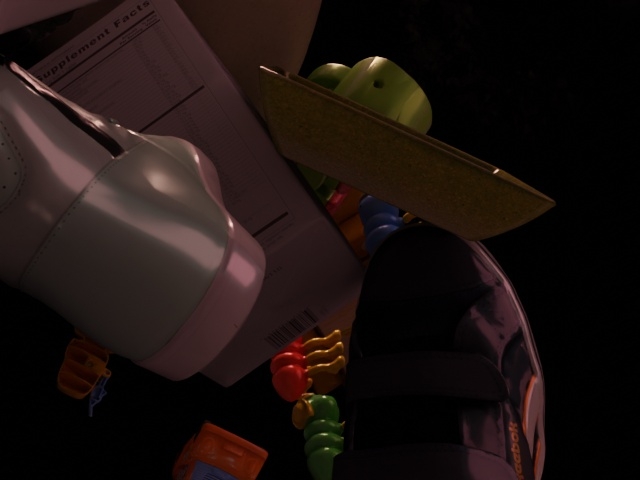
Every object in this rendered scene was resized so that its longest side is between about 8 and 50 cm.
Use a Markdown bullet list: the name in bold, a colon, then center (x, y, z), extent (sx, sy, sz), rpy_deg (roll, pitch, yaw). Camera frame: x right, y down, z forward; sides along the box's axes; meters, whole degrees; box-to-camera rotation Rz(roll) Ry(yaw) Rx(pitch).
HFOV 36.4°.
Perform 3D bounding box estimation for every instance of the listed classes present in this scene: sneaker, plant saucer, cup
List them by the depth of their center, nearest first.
- **sneaker**: center (-0.124, -0.039, 0.436), extent (0.151, 0.094, 0.256), rpy_deg (38, -3, -24)
- **sneaker**: center (0.073, 0.137, 0.597), extent (0.127, 0.126, 0.321), rpy_deg (19, 61, -63)
- **plant saucer**: center (0.043, -0.056, 0.640), extent (0.188, 0.045, 0.188), rpy_deg (25, 9, -3)
- **cup**: center (-0.135, -0.219, 0.912), extent (0.331, 0.331, 0.237), rpy_deg (-123, -157, -59)

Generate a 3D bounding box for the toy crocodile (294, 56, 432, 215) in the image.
- **toy crocodile**: center (-0.021, -0.048, 0.879), extent (0.105, 0.115, 0.340), rpy_deg (38, -43, -4)

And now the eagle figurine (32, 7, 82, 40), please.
- **eagle figurine**: center (-0.162, -0.292, 0.618), extent (0.226, 0.298, 0.225), rpy_deg (53, -8, 22)

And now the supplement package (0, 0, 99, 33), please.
- **supplement package**: center (-0.116, -0.218, 0.395), extent (0.177, 0.175, 0.293), rpy_deg (30, 22, -3)

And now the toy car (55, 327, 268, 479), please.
- **toy car**: center (-0.079, 0.090, 0.438), extent (0.122, 0.060, 0.041), rpy_deg (38, 52, -23)

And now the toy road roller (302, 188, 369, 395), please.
- **toy road roller**: center (0.000, 0.000, 1.189), extent (0.329, 0.202, 0.241), rpy_deg (52, -13, 37)

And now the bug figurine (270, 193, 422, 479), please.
- **bug figurine**: center (0.022, 0.092, 0.862), extent (0.072, 0.279, 0.216), rpy_deg (12, 43, -27)

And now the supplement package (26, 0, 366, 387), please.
- **supplement package**: center (-0.092, -0.042, 0.704), extent (0.244, 0.139, 0.134), rpy_deg (57, 2, 28)
